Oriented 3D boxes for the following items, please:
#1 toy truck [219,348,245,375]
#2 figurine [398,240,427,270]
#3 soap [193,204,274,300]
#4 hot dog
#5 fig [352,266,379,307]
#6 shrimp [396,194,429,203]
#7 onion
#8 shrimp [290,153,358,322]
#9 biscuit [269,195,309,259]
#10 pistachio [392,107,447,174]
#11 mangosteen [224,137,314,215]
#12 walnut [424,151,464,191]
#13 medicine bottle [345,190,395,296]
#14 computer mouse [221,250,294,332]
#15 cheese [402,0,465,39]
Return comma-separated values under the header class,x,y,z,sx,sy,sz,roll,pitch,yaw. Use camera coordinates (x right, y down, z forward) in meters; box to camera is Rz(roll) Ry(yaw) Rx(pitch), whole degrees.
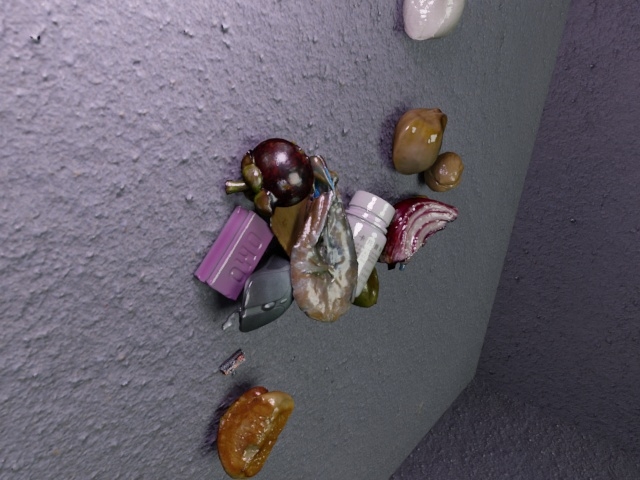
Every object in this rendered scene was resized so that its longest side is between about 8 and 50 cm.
class,x,y,z,sx,sy,sz,roll,pitch,yaw
toy truck,-0.234,0.329,1.394,0.083,0.024,0.032,-36,107,-35
figurine,0.327,0.018,1.945,0.145,0.114,0.178,-25,142,-52
soap,-0.199,0.031,1.226,0.203,0.066,0.122,-61,147,-10
hot dog,-0.199,0.518,1.442,0.256,0.153,0.150,-61,151,-6
fig,0.124,0.141,1.687,0.144,0.154,0.165,-26,100,3
shrimp,0.340,-0.111,1.920,0.249,0.068,0.150,17,103,-58
onion,0.256,-0.056,1.690,0.314,0.280,0.146,-44,115,-23
shrimp,0.000,0.000,1.351,0.221,0.110,0.445,-13,100,-39
biscuit,-0.055,-0.066,1.358,0.236,0.013,0.232,63,39,-49
pistachio,0.309,-0.305,1.680,0.213,0.162,0.260,-27,147,-18
mangosteen,-0.102,-0.141,1.180,0.184,0.173,0.172,-58,146,-11
walnut,0.457,-0.254,1.931,0.166,0.149,0.166,-57,180,0
medicine bottle,0.101,0.010,1.548,0.292,0.170,0.170,-63,147,-8
computer mouse,-0.131,0.144,1.288,0.379,0.090,0.167,-41,143,-63
cheese,0.330,-0.675,1.480,0.189,0.155,0.197,-27,130,-52
